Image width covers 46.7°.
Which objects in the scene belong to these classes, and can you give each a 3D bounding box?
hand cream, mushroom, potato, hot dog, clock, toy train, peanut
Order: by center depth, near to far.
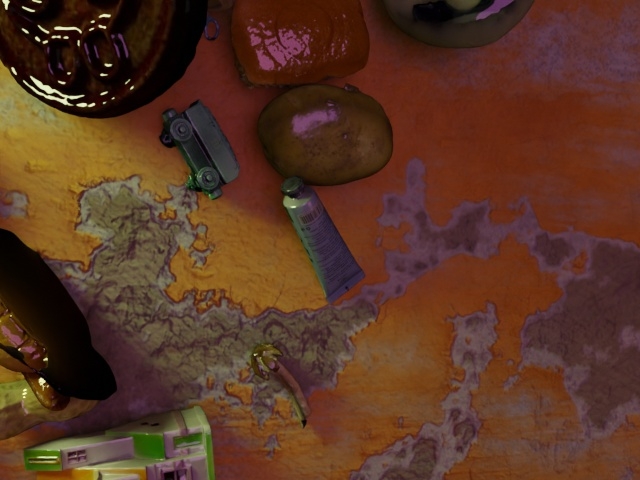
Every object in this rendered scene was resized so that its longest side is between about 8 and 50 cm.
[{"bbox_3d":[-0.472,0.138,1.143,0.107,0.194,0.326,-40,69,20],"label":"hot dog"},{"bbox_3d":[-0.461,0.260,1.202,0.229,0.098,0.103,-18,143,-19],"label":"peanut"},{"bbox_3d":[-0.331,0.427,1.224,0.309,0.166,0.235,-6,96,-16],"label":"clock"},{"bbox_3d":[-0.205,-0.157,1.277,0.099,0.070,0.172,-35,104,-24],"label":"toy train"},{"bbox_3d":[0.008,-0.185,1.297,0.228,0.197,0.149,-17,55,-4],"label":"potato"},{"bbox_3d":[0.000,0.000,1.331,0.091,0.058,0.271,-39,129,-14],"label":"hand cream"},{"bbox_3d":[-0.064,0.268,1.360,0.060,0.061,0.187,-39,109,-17],"label":"mushroom"}]

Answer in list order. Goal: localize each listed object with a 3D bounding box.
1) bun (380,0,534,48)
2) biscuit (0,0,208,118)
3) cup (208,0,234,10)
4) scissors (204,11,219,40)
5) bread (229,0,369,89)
[{"bbox_3d":[0.252,-0.476,1.346,0.293,0.187,0.293,-1,82,9],"label":"bun"},{"bbox_3d":[-0.350,-0.379,1.077,0.407,0.091,0.408,7,109,22],"label":"biscuit"},{"bbox_3d":[-0.184,-0.518,1.172,0.288,0.208,0.273,9,92,-3],"label":"cup"},{"bbox_3d":[-0.201,-0.410,1.286,0.058,0.014,0.119,4,96,-20],"label":"scissors"},{"bbox_3d":[-0.039,-0.353,1.289,0.245,0.121,0.174,-10,98,-15],"label":"bread"}]
